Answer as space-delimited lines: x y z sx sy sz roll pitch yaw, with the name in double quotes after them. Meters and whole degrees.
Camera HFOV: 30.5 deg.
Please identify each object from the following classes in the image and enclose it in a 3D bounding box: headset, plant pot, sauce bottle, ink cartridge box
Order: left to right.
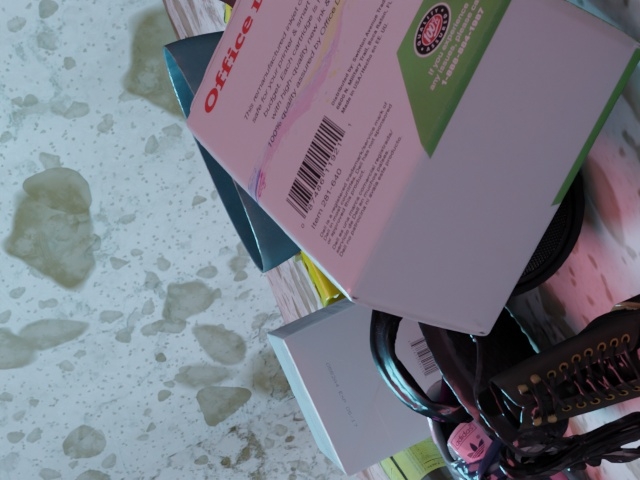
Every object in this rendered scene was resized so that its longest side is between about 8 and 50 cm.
-0.040 -0.133 1.391 0.290 0.195 0.290 155 90 -83 "plant pot"
0.042 -0.098 0.768 0.117 0.201 0.278 17 -163 -34 "ink cartridge box"
0.180 0.381 1.772 0.344 0.111 0.111 -127 15 -63 "sauce bottle"
0.142 -0.011 0.925 0.243 0.185 0.394 117 144 -75 "headset"

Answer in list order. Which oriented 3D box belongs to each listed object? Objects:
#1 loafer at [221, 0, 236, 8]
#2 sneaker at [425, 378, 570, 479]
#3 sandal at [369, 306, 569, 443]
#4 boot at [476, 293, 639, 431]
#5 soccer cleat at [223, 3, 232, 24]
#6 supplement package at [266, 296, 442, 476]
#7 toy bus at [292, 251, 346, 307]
-0.058 -0.324 1.304 0.366 0.134 0.130 46 138 40 "loafer"
0.190 0.253 1.206 0.131 0.112 0.319 44 -179 -26 "sneaker"
0.112 0.087 1.158 0.167 0.107 0.446 30 -165 -26 "sandal"
0.186 0.086 0.744 0.198 0.137 0.077 116 130 -79 "boot"
-0.046 -0.235 1.631 0.121 0.093 0.289 -28 81 52 "soccer cleat"
0.063 0.180 1.635 0.199 0.198 0.262 65 172 -1 "supplement package"
0.005 0.009 1.855 0.202 0.104 0.191 -129 17 -60 "toy bus"
